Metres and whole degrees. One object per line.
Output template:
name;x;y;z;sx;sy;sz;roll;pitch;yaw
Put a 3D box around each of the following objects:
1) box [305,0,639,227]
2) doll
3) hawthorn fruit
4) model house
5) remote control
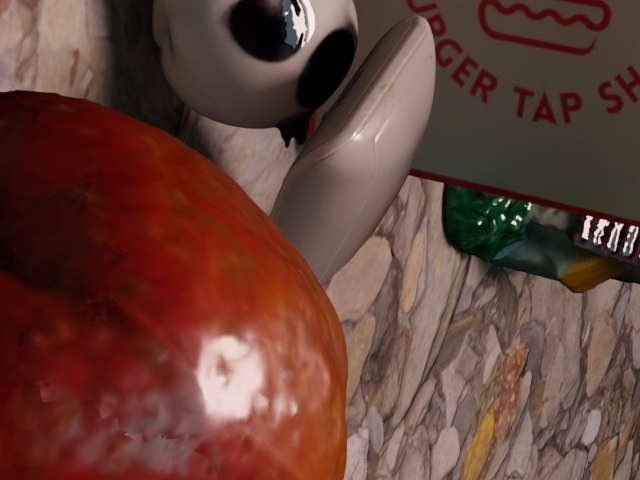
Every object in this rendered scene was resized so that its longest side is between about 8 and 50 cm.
box;0.198;-0.208;1.096;0.300;0.314;0.312;-36;135;-57
doll;-0.043;-0.142;0.872;0.110;0.107;0.181;-23;131;-6
hawthorn fruit;-0.116;0.066;0.695;0.261;0.258;0.258;12;93;-52
model house;0.277;-0.086;1.405;0.230;0.248;0.281;28;79;-64
remote control;0.000;0.000;0.965;0.109;0.055;0.313;-57;176;-33
